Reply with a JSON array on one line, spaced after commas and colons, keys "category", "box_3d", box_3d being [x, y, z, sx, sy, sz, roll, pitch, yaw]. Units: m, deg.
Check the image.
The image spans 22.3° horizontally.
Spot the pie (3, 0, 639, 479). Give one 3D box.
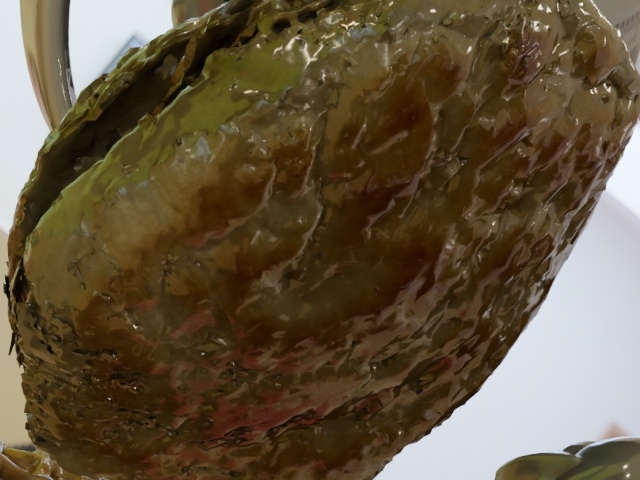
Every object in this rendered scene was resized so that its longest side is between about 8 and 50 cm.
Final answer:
[{"category": "pie", "box_3d": [0.000, 0.000, 0.447, 0.163, 0.193, 0.079, 54, 5, -40]}]

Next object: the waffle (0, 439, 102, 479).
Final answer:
[{"category": "waffle", "box_3d": [-0.202, 0.234, 1.211, 0.259, 0.069, 0.293, 37, 10, 24]}]

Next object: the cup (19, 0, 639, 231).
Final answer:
[{"category": "cup", "box_3d": [0.010, -0.107, 0.732, 0.289, 0.258, 0.219, -7, 30, -23]}]

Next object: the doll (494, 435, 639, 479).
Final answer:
[{"category": "doll", "box_3d": [0.112, 0.096, 0.567, 0.079, 0.094, 0.180, 46, -36, -3]}]
